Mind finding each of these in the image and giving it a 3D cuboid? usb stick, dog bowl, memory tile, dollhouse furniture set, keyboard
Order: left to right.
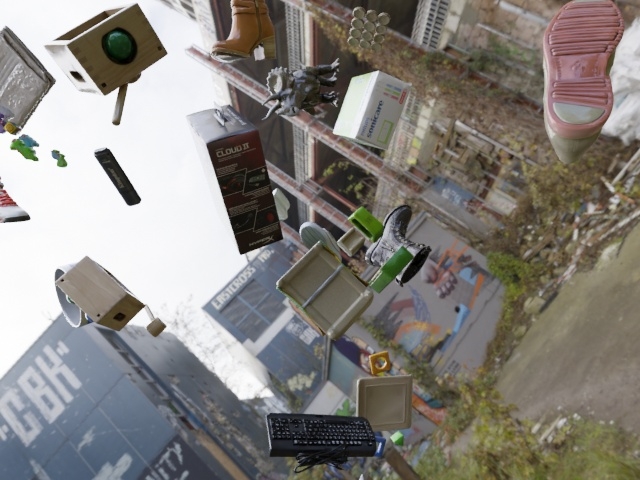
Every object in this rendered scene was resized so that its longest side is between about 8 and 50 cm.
[{"bbox_3d":[-1.000,0.221,1.735,0.104,0.265,0.265,-20,-38,-47],"label":"dog bowl"},{"bbox_3d":[-0.849,-0.262,1.754,0.045,0.077,0.278,-88,-15,-49],"label":"usb stick"},{"bbox_3d":[0.011,0.318,0.675,0.192,0.100,0.038,10,-59,-21],"label":"keyboard"},{"bbox_3d":[0.057,0.092,1.061,0.301,0.197,0.151,-44,-9,-17],"label":"dollhouse furniture set"},{"bbox_3d":[0.147,-0.642,1.273,0.148,0.113,0.012,105,177,-72],"label":"memory tile"}]

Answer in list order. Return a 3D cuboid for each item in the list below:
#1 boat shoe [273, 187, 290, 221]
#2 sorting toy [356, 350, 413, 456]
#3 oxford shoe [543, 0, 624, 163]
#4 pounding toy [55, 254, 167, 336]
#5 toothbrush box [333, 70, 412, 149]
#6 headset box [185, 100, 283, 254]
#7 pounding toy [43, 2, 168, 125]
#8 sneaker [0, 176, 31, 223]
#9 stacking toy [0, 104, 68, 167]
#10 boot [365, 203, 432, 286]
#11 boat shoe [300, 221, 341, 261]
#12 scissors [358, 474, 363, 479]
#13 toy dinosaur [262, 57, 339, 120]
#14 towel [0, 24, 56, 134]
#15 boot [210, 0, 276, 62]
[{"bbox_3d":[-0.177,-0.109,1.473,0.091,0.109,0.305,-34,11,11],"label":"boat shoe"},{"bbox_3d":[0.204,0.520,1.347,0.047,0.196,0.347,-159,69,-75],"label":"sorting toy"},{"bbox_3d":[0.533,-0.345,0.879,0.397,0.140,0.146,-67,-28,-21],"label":"oxford shoe"},{"bbox_3d":[-0.445,0.155,0.919,0.094,0.206,0.181,-47,-9,-19],"label":"pounding toy"},{"bbox_3d":[0.159,-0.425,1.375,0.283,0.122,0.206,-125,53,-70],"label":"toothbrush box"},{"bbox_3d":[-0.192,-0.151,0.917,0.110,0.218,0.293,-21,-54,-16],"label":"headset box"},{"bbox_3d":[-0.287,-0.243,0.572,0.130,0.141,0.100,-47,-44,-21],"label":"pounding toy"},{"bbox_3d":[-1.044,-0.139,1.341,0.090,0.270,0.145,-16,-67,-63],"label":"sneaker"},{"bbox_3d":[-0.718,-0.244,0.967,0.052,0.221,0.167,-50,9,0],"label":"stacking toy"},{"bbox_3d":[0.271,0.012,1.320,0.091,0.229,0.263,33,-95,-27],"label":"boot"},{"bbox_3d":[0.000,0.000,1.377,0.226,0.083,0.076,56,-152,-44],"label":"boat shoe"},{"bbox_3d":[0.028,0.661,0.903,0.109,0.021,0.297,-24,28,30],"label":"scissors"},{"bbox_3d":[-0.041,-0.334,0.924,0.313,0.160,0.121,-99,9,-71],"label":"toy dinosaur"},{"bbox_3d":[-0.884,-0.443,1.181,0.282,0.187,0.049,-30,17,31],"label":"towel"},{"bbox_3d":[-0.263,-0.715,1.379,0.283,0.109,0.220,-25,-66,-40],"label":"boot"}]
